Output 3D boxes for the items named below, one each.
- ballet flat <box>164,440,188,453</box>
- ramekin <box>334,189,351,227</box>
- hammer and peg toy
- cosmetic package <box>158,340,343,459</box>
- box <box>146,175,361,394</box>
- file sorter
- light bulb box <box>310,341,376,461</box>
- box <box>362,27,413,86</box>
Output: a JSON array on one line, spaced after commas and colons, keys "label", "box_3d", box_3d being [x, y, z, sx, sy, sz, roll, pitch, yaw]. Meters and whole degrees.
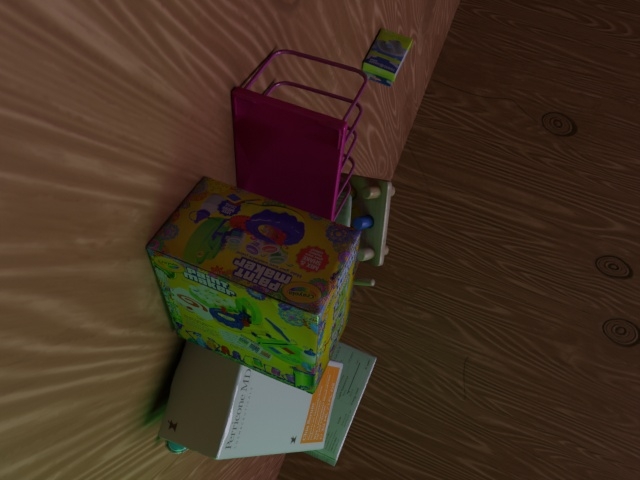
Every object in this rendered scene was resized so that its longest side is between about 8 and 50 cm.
[{"label": "ballet flat", "box_3d": [-0.276, 0.374, 1.220, 0.077, 0.091, 0.241, -26, -153, 56]}, {"label": "ramekin", "box_3d": [0.000, 0.000, 1.417, 0.303, 0.148, 0.303, 5, 90, -87]}, {"label": "hammer and peg toy", "box_3d": [0.096, -0.018, 1.612, 0.127, 0.266, 0.361, -10, 109, -47]}, {"label": "cosmetic package", "box_3d": [-0.130, 0.351, 1.216, 0.453, 0.161, 0.230, 31, 70, -58]}, {"label": "box", "box_3d": [-0.104, 0.083, 0.921, 0.279, 0.290, 0.177, 94, 21, -52]}, {"label": "file sorter", "box_3d": [-0.033, -0.183, 1.022, 0.291, 0.202, 0.182, 97, 17, -51]}, {"label": "light bulb box", "box_3d": [-0.047, 0.506, 1.788, 0.225, 0.361, 0.358, 93, 21, -62]}, {"label": "box", "box_3d": [0.205, -0.572, 1.656, 0.042, 0.109, 0.178, 94, 20, -67]}]
